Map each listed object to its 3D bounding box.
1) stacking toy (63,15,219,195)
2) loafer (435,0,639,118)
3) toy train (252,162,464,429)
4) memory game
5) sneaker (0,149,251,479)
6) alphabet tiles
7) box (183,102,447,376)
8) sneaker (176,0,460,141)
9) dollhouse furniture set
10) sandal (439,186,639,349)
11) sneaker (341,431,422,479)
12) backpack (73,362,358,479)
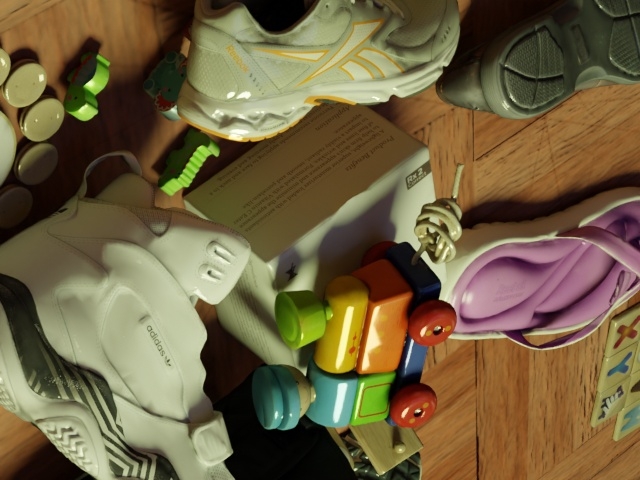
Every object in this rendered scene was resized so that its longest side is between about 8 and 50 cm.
[{"bbox_3d":[-0.085,-0.148,1.430,0.221,0.052,0.167,-52,145,-1],"label":"stacking toy"},{"bbox_3d":[0.229,-0.185,1.747,0.302,0.095,0.109,-23,105,-42],"label":"loafer"},{"bbox_3d":[0.028,0.047,1.489,0.143,0.105,0.248,-10,129,-27],"label":"toy train"},{"bbox_3d":[-0.263,-0.058,1.337,0.186,0.012,0.186,-30,139,-30],"label":"memory game"},{"bbox_3d":[-0.111,0.108,1.427,0.210,0.137,0.366,-47,107,-16],"label":"sneaker"},{"bbox_3d":[0.466,0.101,2.310,0.342,0.011,0.285,-25,136,-34],"label":"alphabet tiles"},{"bbox_3d":[0.000,0.000,1.596,0.181,0.119,0.182,-37,142,-21],"label":"box"},{"bbox_3d":[0.010,-0.166,1.401,0.262,0.099,0.121,-24,134,-35],"label":"sneaker"},{"bbox_3d":[0.042,0.158,1.718,0.144,0.123,0.151,-29,175,-30],"label":"dollhouse furniture set"},{"bbox_3d":[0.264,0.050,1.954,0.416,0.102,0.169,-12,128,-43],"label":"sandal"},{"bbox_3d":[0.018,0.319,1.904,0.283,0.110,0.122,-63,168,-13],"label":"sneaker"},{"bbox_3d":[-0.134,0.316,1.592,0.355,0.290,0.273,-22,149,-28],"label":"backpack"}]
